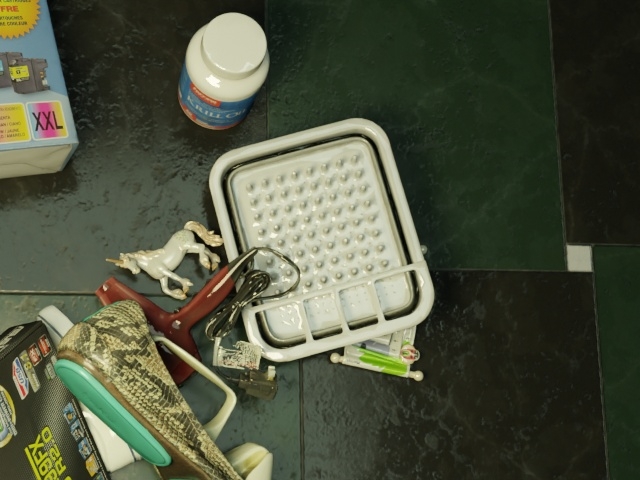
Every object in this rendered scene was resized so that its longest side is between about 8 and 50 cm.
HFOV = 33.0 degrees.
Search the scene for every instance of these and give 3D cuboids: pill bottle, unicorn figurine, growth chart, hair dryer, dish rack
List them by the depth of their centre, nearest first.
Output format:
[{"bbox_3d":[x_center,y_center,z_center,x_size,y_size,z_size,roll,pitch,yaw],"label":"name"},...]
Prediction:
[{"bbox_3d":[-0.184,0.106,1.577,0.294,0.080,0.223,8,93,0],"label":"hair dryer"},{"bbox_3d":[-0.144,-0.254,1.614,0.124,0.221,0.124,2,77,-11],"label":"pill bottle"},{"bbox_3d":[-0.227,0.031,1.625,0.111,0.060,0.162,42,58,9],"label":"unicorn figurine"},{"bbox_3d":[0.000,0.000,1.648,0.286,0.072,0.332,-15,82,-2],"label":"dish rack"},{"bbox_3d":[0.085,0.094,1.694,0.172,0.021,0.237,8,76,-9],"label":"growth chart"}]

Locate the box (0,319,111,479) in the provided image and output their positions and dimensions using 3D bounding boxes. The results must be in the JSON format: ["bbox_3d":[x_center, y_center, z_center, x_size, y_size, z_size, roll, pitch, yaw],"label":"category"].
[{"bbox_3d":[-0.383,0.270,1.397,0.060,0.216,0.270,-13,106,20],"label":"box"}]

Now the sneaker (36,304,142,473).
[{"bbox_3d":[-0.343,0.215,1.535,0.091,0.094,0.258,-32,87,-21],"label":"sneaker"}]

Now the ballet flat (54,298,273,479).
[{"bbox_3d":[-0.170,0.285,1.491,0.182,0.164,0.482,-42,109,-34],"label":"ballet flat"}]

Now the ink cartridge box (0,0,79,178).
[{"bbox_3d":[-0.528,-0.287,1.549,0.270,0.151,0.395,-10,78,-30],"label":"ink cartridge box"}]
